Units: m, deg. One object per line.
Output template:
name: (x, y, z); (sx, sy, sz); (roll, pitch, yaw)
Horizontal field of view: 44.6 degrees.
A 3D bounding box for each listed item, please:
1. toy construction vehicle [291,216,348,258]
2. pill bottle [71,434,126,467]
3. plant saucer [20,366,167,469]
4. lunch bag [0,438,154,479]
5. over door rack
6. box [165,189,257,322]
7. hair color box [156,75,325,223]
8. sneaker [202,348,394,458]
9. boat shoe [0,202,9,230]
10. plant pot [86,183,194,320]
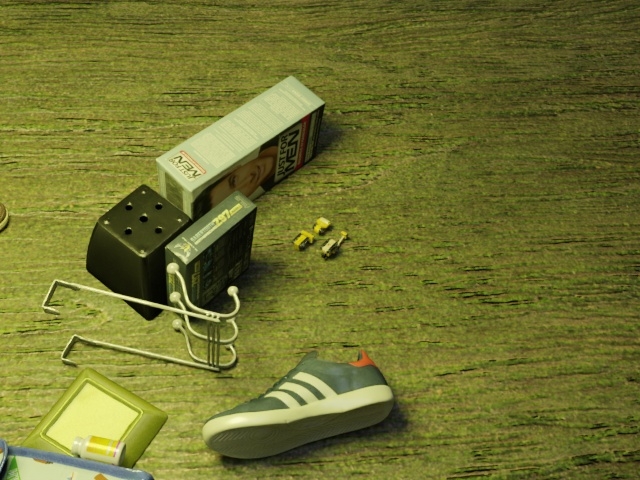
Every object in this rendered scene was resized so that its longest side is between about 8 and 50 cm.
toy construction vehicle: (0.000, 0.000, 1.662); (0.085, 0.035, 0.098); (27, 53, 24)
pill bottle: (-0.371, 0.351, 1.305); (0.083, 0.043, 0.043); (12, 55, 0)
plant saucer: (-0.399, 0.330, 1.372); (0.188, 0.045, 0.188); (27, 57, 11)
lunch bag: (-0.448, 0.486, 1.153); (0.385, 0.239, 0.328); (7, 54, 17)
over door rack: (-0.308, 0.138, 1.396); (0.324, 0.240, 0.108); (4, 57, -6)
box: (-0.209, 0.034, 1.486); (0.059, 0.233, 0.183); (38, 60, 15)
hair color box: (-0.166, -0.177, 1.665); (0.374, 0.185, 0.113); (-37, 68, -27)
sneaker: (-0.049, 0.283, 1.410); (0.349, 0.131, 0.148); (-7, 50, -19)
boat shoe: (-0.760, -0.041, 1.550); (0.257, 0.095, 0.095); (-13, 58, -16)
plant pot: (-0.340, 0.007, 1.529); (0.188, 0.167, 0.187); (36, 59, 16)
